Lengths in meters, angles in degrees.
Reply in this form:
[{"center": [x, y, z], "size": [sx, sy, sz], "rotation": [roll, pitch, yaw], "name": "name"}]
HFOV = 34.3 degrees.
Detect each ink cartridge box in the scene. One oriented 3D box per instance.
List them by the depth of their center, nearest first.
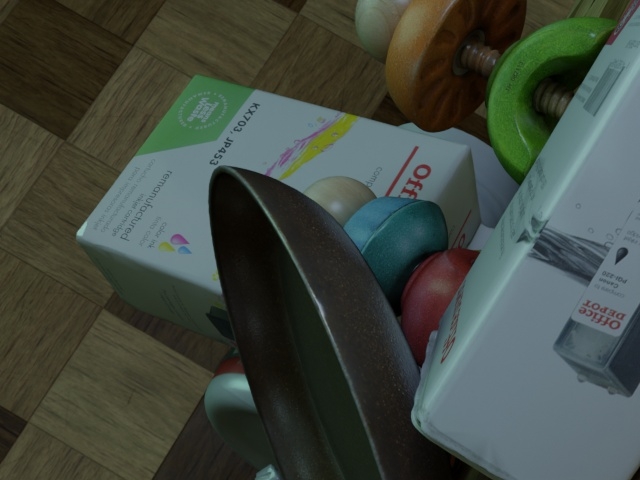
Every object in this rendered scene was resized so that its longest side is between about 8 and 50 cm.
[{"center": [0.135, -0.007, 0.462], "size": [0.217, 0.092, 0.158], "rotation": [-59, -3, 15], "name": "ink cartridge box"}, {"center": [0.000, 0.000, 0.885], "size": [0.207, 0.354, 0.119], "rotation": [-59, -29, -25], "name": "ink cartridge box"}]

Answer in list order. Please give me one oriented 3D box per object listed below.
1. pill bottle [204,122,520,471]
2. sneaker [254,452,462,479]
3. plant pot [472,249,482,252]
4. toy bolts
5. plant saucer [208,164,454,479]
[{"center": [0.060, 0.067, 1.035], "size": [0.363, 0.210, 0.210], "rotation": [-58, -4, -28], "name": "pill bottle"}, {"center": [-0.013, 0.269, 0.786], "size": [0.321, 0.180, 0.125], "rotation": [-30, -27, 15], "name": "sneaker"}, {"center": [0.120, 0.053, 0.714], "size": [0.081, 0.083, 0.081], "rotation": [-59, -3, -26], "name": "plant pot"}, {"center": [0.089, -0.048, 0.656], "size": [0.218, 0.158, 0.228], "rotation": [8, -67, -56], "name": "toy bolts"}, {"center": [0.007, 0.098, 0.609], "size": [0.050, 0.310, 0.310], "rotation": [-19, -15, -13], "name": "plant saucer"}]
